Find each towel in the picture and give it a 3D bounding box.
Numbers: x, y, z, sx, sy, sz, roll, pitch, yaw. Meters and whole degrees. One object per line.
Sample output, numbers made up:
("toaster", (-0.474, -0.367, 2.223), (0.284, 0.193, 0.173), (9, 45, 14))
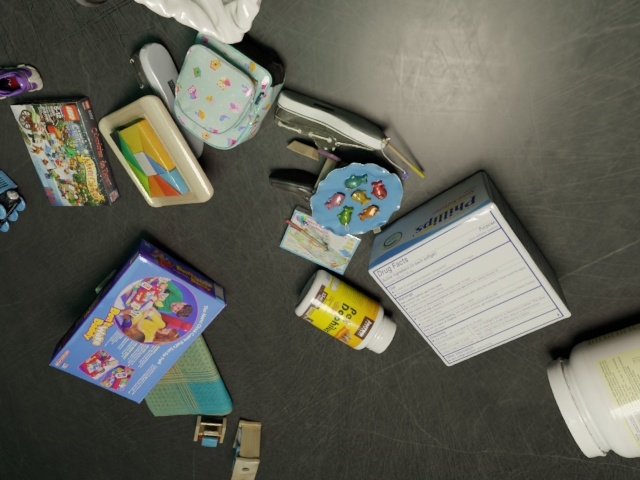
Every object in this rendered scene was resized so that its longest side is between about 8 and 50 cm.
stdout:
("towel", (-0.412, 0.342, 1.365), (0.271, 0.040, 0.370), (-6, 117, 16))

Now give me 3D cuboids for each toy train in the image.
("toy train", (-0.785, -0.080, 1.176), (0.184, 0.080, 0.105), (-35, 99, 30))

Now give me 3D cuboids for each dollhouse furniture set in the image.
("dollhouse furniture set", (-0.273, 0.603, 1.409), (0.183, 0.129, 0.129), (10, 123, -11))
("dollhouse furniture set", (-0.015, -0.138, 0.973), (0.114, 0.091, 0.081), (27, 97, 29))

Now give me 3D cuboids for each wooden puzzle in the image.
("wooden puzzle", (-0.342, -0.164, 0.993), (0.238, 0.044, 0.221), (-3, 123, 45))

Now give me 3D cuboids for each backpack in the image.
("backpack", (-0.174, -0.261, 0.888), (0.165, 0.144, 0.188), (33, 128, -1))

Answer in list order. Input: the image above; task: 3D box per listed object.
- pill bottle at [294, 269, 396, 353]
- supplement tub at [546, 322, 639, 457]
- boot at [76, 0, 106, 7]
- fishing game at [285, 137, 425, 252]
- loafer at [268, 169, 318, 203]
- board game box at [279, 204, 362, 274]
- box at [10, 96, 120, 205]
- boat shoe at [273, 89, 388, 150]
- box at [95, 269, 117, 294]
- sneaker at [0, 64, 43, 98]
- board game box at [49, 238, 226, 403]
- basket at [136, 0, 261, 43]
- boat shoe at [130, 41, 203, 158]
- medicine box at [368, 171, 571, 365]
("pill bottle", (0.058, 0.164, 1.104), (0.214, 0.117, 0.117), (31, 122, -6))
("supplement tub", (0.651, 0.285, 0.973), (0.324, 0.235, 0.235), (-28, 111, 26))
("boot", (-0.522, -0.509, 0.852), (0.222, 0.118, 0.338), (-28, 100, 29))
("fishing game", (0.073, -0.068, 0.956), (0.264, 0.041, 0.189), (-35, 133, 20))
("loafer", (-0.024, -0.100, 1.001), (0.169, 0.062, 0.061), (13, 127, 6))
("board game box", (0.000, 0.000, 1.073), (0.154, 0.026, 0.104), (25, 122, -2))
("box", (-0.549, -0.188, 1.074), (0.159, 0.044, 0.233), (1, 120, 13))
("boat shoe", (0.017, -0.209, 0.921), (0.219, 0.078, 0.070), (25, 122, 7))
("box", (-0.476, 0.135, 1.224), (0.101, 0.087, 0.102), (-3, 119, 14))
("sneaker", (-0.657, -0.321, 1.004), (0.169, 0.071, 0.068), (-6, 119, 17))
("board game box", (-0.422, 0.199, 1.158), (0.233, 0.078, 0.347), (37, 102, -28))
("basket", (-0.179, -0.499, 0.604), (0.328, 0.267, 0.331), (19, 137, -25))
("boat shoe", (-0.304, -0.263, 0.961), (0.076, 0.080, 0.229), (2, 127, 34))
("medicine box", (0.287, 0.063, 0.974), (0.263, 0.149, 0.289), (-32, 109, 27))
